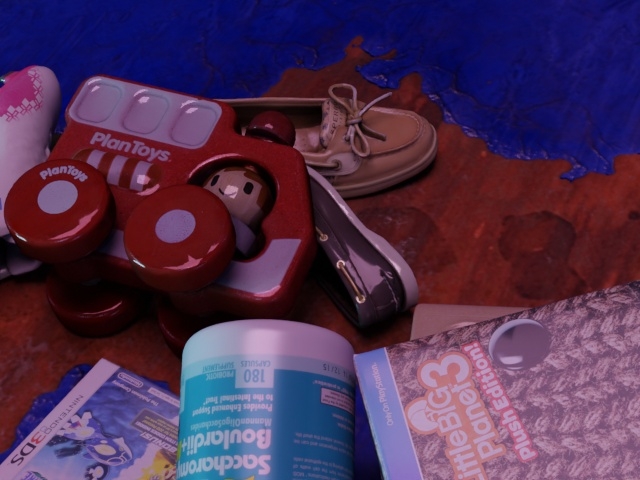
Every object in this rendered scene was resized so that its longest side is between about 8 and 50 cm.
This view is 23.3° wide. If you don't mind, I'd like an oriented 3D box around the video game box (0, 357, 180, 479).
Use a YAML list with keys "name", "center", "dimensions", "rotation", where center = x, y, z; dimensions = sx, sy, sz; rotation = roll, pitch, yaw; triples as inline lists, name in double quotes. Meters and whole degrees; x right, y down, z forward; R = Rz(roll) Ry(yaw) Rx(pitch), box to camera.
- name: "video game box"
  center: [-0.171, 0.213, 1.359]
  dimensions: [0.205, 0.048, 0.187]
  rotation: [22, 55, 27]

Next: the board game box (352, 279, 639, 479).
- name: "board game box"
  center: [0.197, 0.181, 1.225]
  dimensions: [0.291, 0.141, 0.232]
  rotation: [-16, 58, -1]

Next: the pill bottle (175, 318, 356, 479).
- name: "pill bottle"
  center: [-0.045, 0.206, 1.246]
  dimensions: [0.146, 0.146, 0.264]
  rotation: [-2, 69, 7]

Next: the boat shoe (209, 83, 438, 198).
- name: "boat shoe"
  center: [-0.020, -0.106, 1.621]
  dimensions: [0.285, 0.089, 0.105]
  rotation: [-5, 45, 2]

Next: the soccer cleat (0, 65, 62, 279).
- name: "soccer cleat"
  center: [-0.322, -0.040, 1.598]
  dimensions: [0.143, 0.116, 0.331]
  rotation: [19, 55, 11]

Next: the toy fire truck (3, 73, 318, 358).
- name: "toy fire truck"
  center: [-0.141, -0.039, 1.489]
  dimensions: [0.302, 0.169, 0.254]
  rotation: [13, 59, 19]

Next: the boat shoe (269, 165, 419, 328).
- name: "boat shoe"
  center: [0.000, 0.000, 1.519]
  dimensions: [0.068, 0.081, 0.228]
  rotation: [-29, 51, -24]

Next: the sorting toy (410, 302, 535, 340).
- name: "sorting toy"
  center: [0.172, 0.136, 1.398]
  dimensions: [0.193, 0.038, 0.208]
  rotation: [2, 42, 10]
